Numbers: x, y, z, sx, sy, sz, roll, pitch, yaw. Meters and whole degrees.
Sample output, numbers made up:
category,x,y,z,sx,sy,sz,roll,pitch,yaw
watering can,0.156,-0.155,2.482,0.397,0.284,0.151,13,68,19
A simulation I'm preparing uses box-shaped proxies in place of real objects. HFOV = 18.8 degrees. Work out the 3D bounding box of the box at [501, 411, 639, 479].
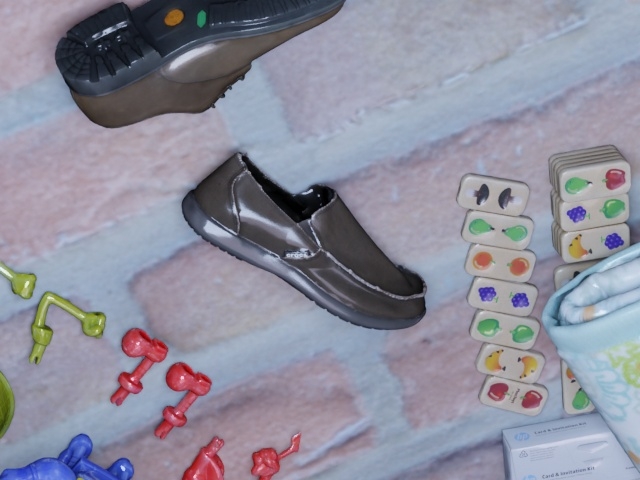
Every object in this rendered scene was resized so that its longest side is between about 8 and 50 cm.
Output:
category,x,y,z,sx,sy,sz,roll,pitch,yaw
box,0.239,0.242,1.713,0.145,0.038,0.186,-10,118,-5

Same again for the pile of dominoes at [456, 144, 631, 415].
category,x,y,z,sx,sy,sz,roll,pitch,yaw
pile of dominoes,0.220,0.046,1.614,0.196,0.040,0.251,-10,116,-5

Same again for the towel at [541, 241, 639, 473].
category,x,y,z,sx,sy,sz,roll,pitch,yaw
towel,0.411,0.095,1.559,0.375,0.090,0.320,-24,121,19

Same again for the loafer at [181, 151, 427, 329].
category,x,y,z,sx,sy,sz,roll,pitch,yaw
loafer,0.000,0.000,1.532,0.220,0.080,0.078,26,109,-20

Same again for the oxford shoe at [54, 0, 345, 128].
category,x,y,z,sx,sy,sz,roll,pitch,yaw
oxford shoe,-0.082,-0.150,1.459,0.227,0.082,0.096,-20,142,-2

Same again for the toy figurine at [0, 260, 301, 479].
category,x,y,z,sx,sy,sz,roll,pitch,yaw
toy figurine,-0.178,0.195,1.522,0.362,0.217,0.191,36,105,-23
